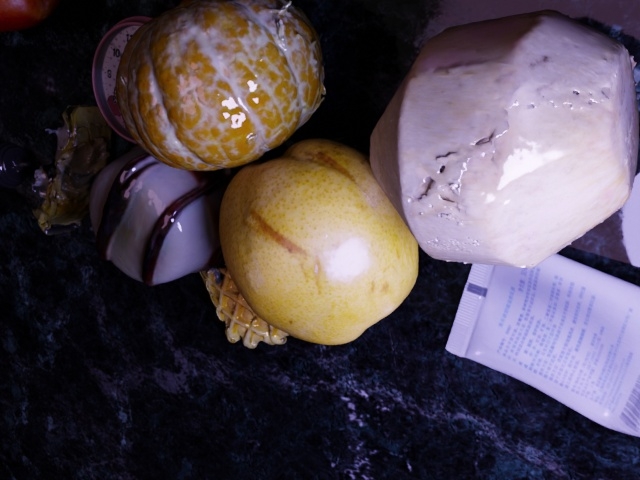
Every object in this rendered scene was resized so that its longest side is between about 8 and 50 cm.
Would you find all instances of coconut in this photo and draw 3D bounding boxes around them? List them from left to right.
[{"bbox_3d":[0.224,-0.130,0.945,0.352,0.352,0.353,8,107,26],"label":"coconut"}]

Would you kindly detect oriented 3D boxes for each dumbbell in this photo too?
[{"bbox_3d":[-0.701,-0.162,1.565,0.208,0.099,0.099,1,104,27],"label":"dumbbell"}]

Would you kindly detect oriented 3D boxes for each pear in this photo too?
[{"bbox_3d":[0.000,0.000,1.123,0.314,0.314,0.315,8,107,26],"label":"pear"}]

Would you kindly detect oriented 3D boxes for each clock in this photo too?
[{"bbox_3d":[-0.325,-0.291,1.351,0.244,0.056,0.245,10,110,27],"label":"clock"}]

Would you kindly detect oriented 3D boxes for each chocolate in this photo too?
[{"bbox_3d":[-0.277,-0.052,1.257,0.283,0.186,0.284,8,108,26],"label":"chocolate"}]

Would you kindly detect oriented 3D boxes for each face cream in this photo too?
[{"bbox_3d":[0.395,0.154,1.063,0.420,0.137,0.235,25,116,29],"label":"face cream"}]

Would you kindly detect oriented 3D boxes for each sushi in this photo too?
[{"bbox_3d":[-0.511,-0.141,1.450,0.131,0.139,0.291,44,121,20],"label":"sushi"}]

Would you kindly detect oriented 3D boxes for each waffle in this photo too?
[{"bbox_3d":[-0.114,0.071,1.340,0.250,0.056,0.261,-21,91,31],"label":"waffle"}]

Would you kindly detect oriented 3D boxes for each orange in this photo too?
[{"bbox_3d":[-0.155,-0.253,1.116,0.329,0.329,0.249,-5,123,29],"label":"orange"}]

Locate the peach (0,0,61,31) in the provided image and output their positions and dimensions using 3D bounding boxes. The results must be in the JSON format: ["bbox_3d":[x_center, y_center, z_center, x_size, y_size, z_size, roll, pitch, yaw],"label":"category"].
[{"bbox_3d":[-0.613,-0.522,1.313,0.332,0.308,0.308,41,119,7],"label":"peach"}]

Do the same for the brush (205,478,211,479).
[{"bbox_3d":[-0.166,0.560,1.523,0.193,0.016,0.063,29,115,18],"label":"brush"}]
